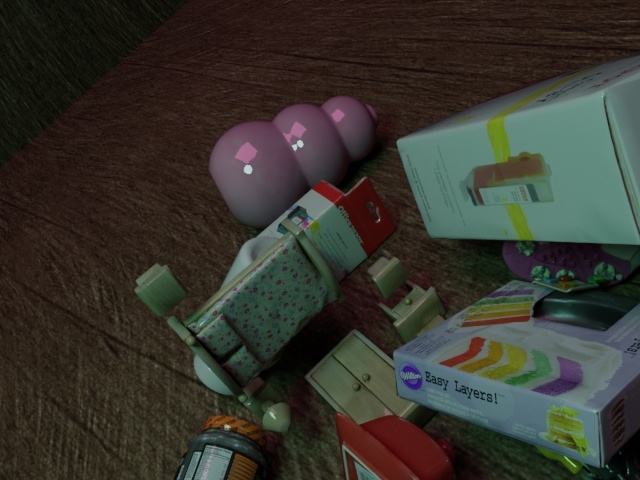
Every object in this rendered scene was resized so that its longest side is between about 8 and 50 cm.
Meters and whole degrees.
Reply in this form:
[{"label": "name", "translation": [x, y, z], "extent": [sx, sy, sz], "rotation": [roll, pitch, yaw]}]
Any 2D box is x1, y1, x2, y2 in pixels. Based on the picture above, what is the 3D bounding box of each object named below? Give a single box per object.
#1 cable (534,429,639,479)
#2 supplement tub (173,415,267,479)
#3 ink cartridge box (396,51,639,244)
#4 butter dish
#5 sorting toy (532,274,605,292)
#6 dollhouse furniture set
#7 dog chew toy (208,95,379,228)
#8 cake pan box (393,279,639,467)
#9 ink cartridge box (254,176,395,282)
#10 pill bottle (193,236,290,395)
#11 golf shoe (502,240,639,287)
[{"label": "cable", "translation": [0.320, 0.254, 0.714], "extent": [0.139, 0.072, 0.287], "rotation": [-19, 50, -8]}, {"label": "supplement tub", "translation": [-0.140, 0.336, 0.886], "extent": [0.117, 0.117, 0.190], "rotation": [-8, 44, 29]}, {"label": "ink cartridge box", "translation": [0.320, -0.121, 0.836], "extent": [0.279, 0.160, 0.385], "rotation": [-25, 11, -21]}, {"label": "butter dish", "translation": [0.105, 0.270, 0.780], "extent": [0.118, 0.160, 0.160], "rotation": [-25, 32, -27]}, {"label": "sorting toy", "translation": [0.319, 0.052, 0.857], "extent": [0.083, 0.012, 0.062], "rotation": [-5, 9, -29]}, {"label": "dollhouse furniture set", "translation": [0.012, 0.097, 0.835], "extent": [0.303, 0.355, 0.174], "rotation": [-42, 39, -11]}, {"label": "dog chew toy", "translation": [-0.041, -0.164, 1.284], "extent": [0.332, 0.206, 0.206], "rotation": [-30, 38, -7]}, {"label": "cake pan box", "translation": [0.258, 0.128, 0.757], "extent": [0.267, 0.070, 0.246], "rotation": [-21, 21, -38]}, {"label": "ink cartridge box", "translation": [0.000, 0.000, 1.123], "extent": [0.231, 0.134, 0.078], "rotation": [-41, 38, -10]}, {"label": "pill bottle", "translation": [-0.101, 0.118, 1.007], "extent": [0.229, 0.131, 0.131], "rotation": [-59, 28, 29]}, {"label": "golf shoe", "translation": [0.399, -0.018, 0.899], "extent": [0.306, 0.115, 0.140], "rotation": [-14, 17, 29]}]
